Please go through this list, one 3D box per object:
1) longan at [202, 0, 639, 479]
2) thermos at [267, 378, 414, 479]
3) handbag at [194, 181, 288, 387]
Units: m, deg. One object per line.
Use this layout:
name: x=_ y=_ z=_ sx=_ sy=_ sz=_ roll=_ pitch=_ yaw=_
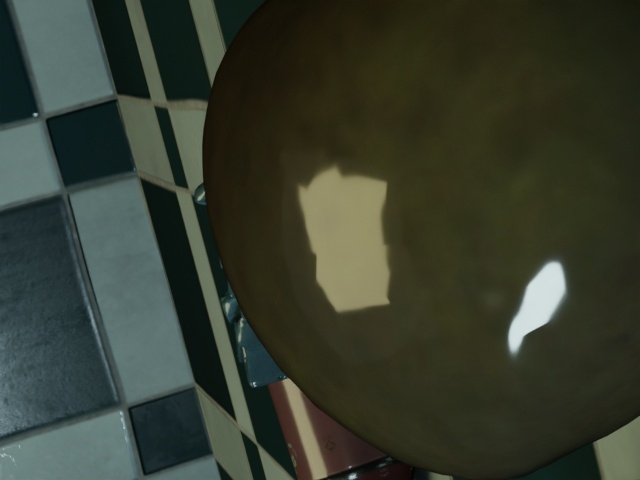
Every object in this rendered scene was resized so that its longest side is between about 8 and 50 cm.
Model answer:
longan: x=0.071 y=-0.040 z=0.795 sx=0.300 sy=0.243 sz=0.300 roll=-7 pitch=81 yaw=57
thermos: x=0.010 y=0.145 z=1.599 sx=0.136 sy=0.109 sz=0.330 roll=137 pitch=115 yaw=-76
handbag: x=0.000 y=0.000 z=1.300 sx=0.062 sy=0.179 sz=0.229 roll=-120 pitch=20 yaw=-49
